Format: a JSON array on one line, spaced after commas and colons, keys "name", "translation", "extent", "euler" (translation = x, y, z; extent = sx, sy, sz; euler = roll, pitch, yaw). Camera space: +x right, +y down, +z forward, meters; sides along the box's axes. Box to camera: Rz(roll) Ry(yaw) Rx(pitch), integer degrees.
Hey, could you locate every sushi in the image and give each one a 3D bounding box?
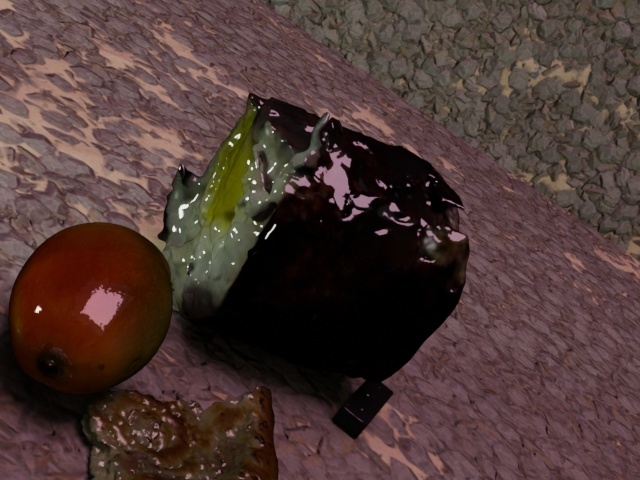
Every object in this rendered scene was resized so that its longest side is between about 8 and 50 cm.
[{"name": "sushi", "translation": [-0.002, 0.000, 1.290], "extent": [0.294, 0.281, 0.299], "euler": [25, 9, -27]}]

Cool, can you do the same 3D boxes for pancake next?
[{"name": "pancake", "translation": [-0.130, 0.194, 0.986], "extent": [0.197, 0.054, 0.376], "euler": [38, 19, 9]}]

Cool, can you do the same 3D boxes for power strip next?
[{"name": "power strip", "translation": [0.050, 0.193, 1.301], "extent": [0.038, 0.029, 0.111], "euler": [40, 23, 9]}]

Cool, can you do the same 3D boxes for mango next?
[{"name": "mango", "translation": [-0.214, 0.051, 1.065], "extent": [0.146, 0.129, 0.289], "euler": [4, 15, -8]}]
